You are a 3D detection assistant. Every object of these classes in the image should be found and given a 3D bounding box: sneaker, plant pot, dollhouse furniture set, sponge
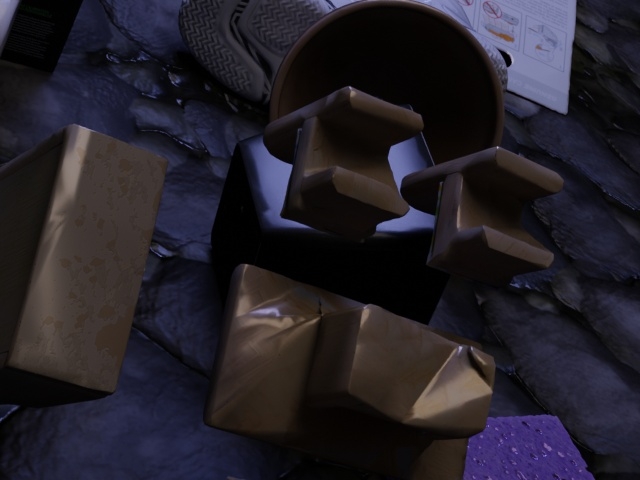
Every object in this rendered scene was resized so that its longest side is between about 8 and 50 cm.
[{"bbox_3d":[0.023,-0.232,1.551,0.366,0.137,0.210,12,25,-6],"label":"sneaker"},{"bbox_3d":[0.000,0.000,1.229,0.167,0.188,0.187,1,45,-18],"label":"plant pot"},{"bbox_3d":[-0.068,0.082,0.995,0.394,0.256,0.362,20,71,-28],"label":"dollhouse furniture set"},{"bbox_3d":[0.152,0.210,1.204,0.210,0.031,0.117,3,45,-34],"label":"sponge"},{"bbox_3d":[0.063,-0.134,1.408,0.237,0.237,0.110,24,11,-11],"label":"plant pot"}]

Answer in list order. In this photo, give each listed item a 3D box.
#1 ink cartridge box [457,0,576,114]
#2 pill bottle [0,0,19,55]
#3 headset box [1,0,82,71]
[{"bbox_3d":[0.202,-0.352,1.887,0.308,0.091,0.385,21,54,-16],"label":"ink cartridge box"},{"bbox_3d":[-0.401,-0.217,1.212,0.246,0.136,0.136,22,37,-14],"label":"pill bottle"},{"bbox_3d":[-0.279,-0.361,1.346,0.131,0.283,0.246,14,40,-23],"label":"headset box"}]
